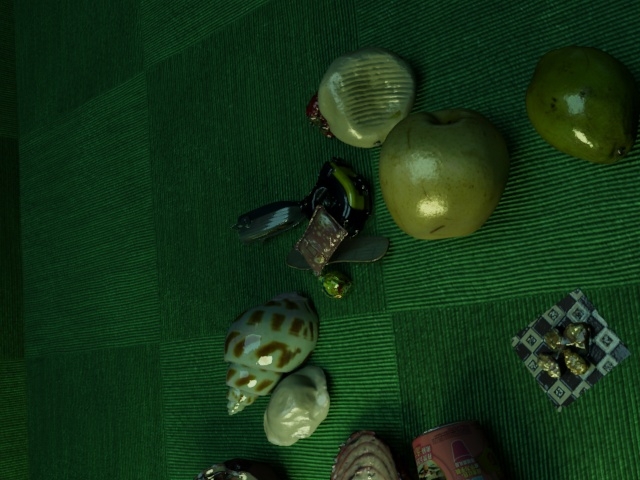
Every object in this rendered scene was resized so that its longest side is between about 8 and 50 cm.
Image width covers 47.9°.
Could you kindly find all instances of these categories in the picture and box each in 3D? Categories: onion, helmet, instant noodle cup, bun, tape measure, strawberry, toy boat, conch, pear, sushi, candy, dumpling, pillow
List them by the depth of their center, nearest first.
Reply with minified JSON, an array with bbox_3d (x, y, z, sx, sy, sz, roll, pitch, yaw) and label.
[{"bbox_3d":[0.533,-0.276,1.460,0.212,0.212,0.269,-40,57,33],"label":"pear"},{"bbox_3d":[0.522,0.234,1.548,0.210,0.040,0.193,-49,58,28],"label":"sushi"},{"bbox_3d":[0.317,0.545,1.606,0.244,0.243,0.255,-36,57,34],"label":"instant noodle cup"},{"bbox_3d":[0.275,-0.147,1.629,0.309,0.309,0.310,-3,85,42],"label":"pear"},{"bbox_3d":[0.154,0.619,1.795,0.314,0.146,0.280,-26,55,54],"label":"onion"},{"bbox_3d":[0.111,-0.369,1.852,0.160,0.259,0.260,-135,58,-75],"label":"bun"},{"bbox_3d":[0.000,0.000,1.916,0.118,0.043,0.185,47,129,15],"label":"pillow"},{"bbox_3d":[0.047,-0.104,1.950,0.186,0.112,0.199,49,119,30],"label":"tape measure"},{"bbox_3d":[0.033,-0.362,1.975,0.131,0.131,0.148,23,78,40],"label":"strawberry"},{"bbox_3d":[-0.064,0.464,2.001,0.162,0.132,0.250,37,91,41],"label":"dumpling"},{"bbox_3d":[-0.012,0.080,2.026,0.262,0.073,0.077,38,123,43],"label":"candy"},{"bbox_3d":[-0.159,0.320,2.055,0.249,0.197,0.368,21,108,20],"label":"conch"},{"bbox_3d":[-0.201,0.748,2.059,0.338,0.197,0.271,-13,88,33],"label":"helmet"},{"bbox_3d":[-0.139,-0.059,2.135,0.246,0.103,0.093,-19,60,26],"label":"toy boat"}]

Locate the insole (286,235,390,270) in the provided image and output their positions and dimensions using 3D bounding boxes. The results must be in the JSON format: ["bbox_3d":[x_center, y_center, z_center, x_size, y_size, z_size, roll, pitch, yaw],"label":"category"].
[{"bbox_3d":[0.040,0.029,1.973,0.348,0.009,0.119,-4,52,39],"label":"insole"}]

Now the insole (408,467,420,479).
[{"bbox_3d":[0.273,0.602,1.770,0.193,0.006,0.065,-1,86,41],"label":"insole"}]
